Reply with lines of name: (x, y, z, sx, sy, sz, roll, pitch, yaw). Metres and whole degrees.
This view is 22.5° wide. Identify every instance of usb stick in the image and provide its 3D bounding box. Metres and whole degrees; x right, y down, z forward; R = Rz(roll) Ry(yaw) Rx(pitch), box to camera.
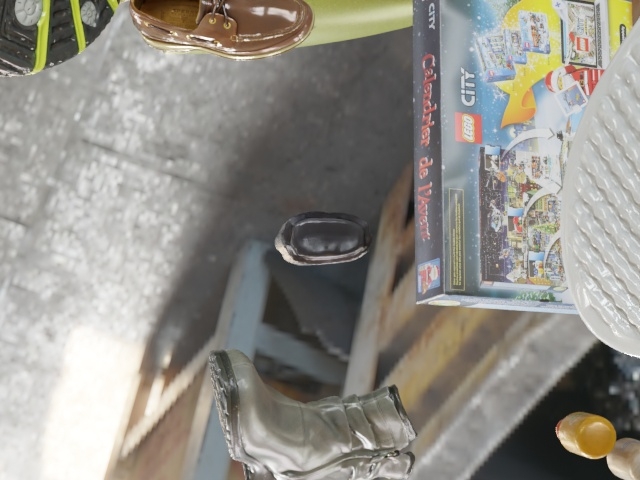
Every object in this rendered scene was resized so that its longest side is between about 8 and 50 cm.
usb stick: (0.000, 0.000, 1.416, 0.077, 0.045, 0.278, 2, 179, -3)

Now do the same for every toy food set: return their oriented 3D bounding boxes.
toy food set: (0.345, 0.169, 1.515, 0.232, 0.104, 0.111, -25, 91, -6)

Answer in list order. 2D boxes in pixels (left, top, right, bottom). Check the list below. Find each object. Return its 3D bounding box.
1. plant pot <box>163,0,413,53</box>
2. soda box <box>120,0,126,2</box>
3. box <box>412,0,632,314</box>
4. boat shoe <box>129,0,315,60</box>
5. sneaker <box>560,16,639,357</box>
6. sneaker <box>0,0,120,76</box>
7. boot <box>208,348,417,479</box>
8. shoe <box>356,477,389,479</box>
plant pot: (-0.018, -0.332, 1.822, 0.293, 0.275, 0.275, 5, 137, -10)
soda box: (-0.213, -0.316, 1.692, 0.058, 0.181, 0.061, -17, 124, 5)
box: (0.145, -0.068, 1.129, 0.159, 0.233, 0.044, 5, 168, -22)
boat shoe: (-0.095, -0.207, 1.493, 0.178, 0.064, 0.060, 4, 164, 18)
sneaker: (0.203, -0.074, 0.691, 0.102, 0.282, 0.161, 20, 179, 33)
sneaker: (-0.248, -0.281, 1.393, 0.147, 0.385, 0.145, -1, 137, 22)
boot: (-0.003, 0.152, 1.421, 0.161, 0.083, 0.246, -16, 144, 0)
shoe: (0.061, 0.236, 1.807, 0.058, 0.219, 0.076, 8, 93, 6)
